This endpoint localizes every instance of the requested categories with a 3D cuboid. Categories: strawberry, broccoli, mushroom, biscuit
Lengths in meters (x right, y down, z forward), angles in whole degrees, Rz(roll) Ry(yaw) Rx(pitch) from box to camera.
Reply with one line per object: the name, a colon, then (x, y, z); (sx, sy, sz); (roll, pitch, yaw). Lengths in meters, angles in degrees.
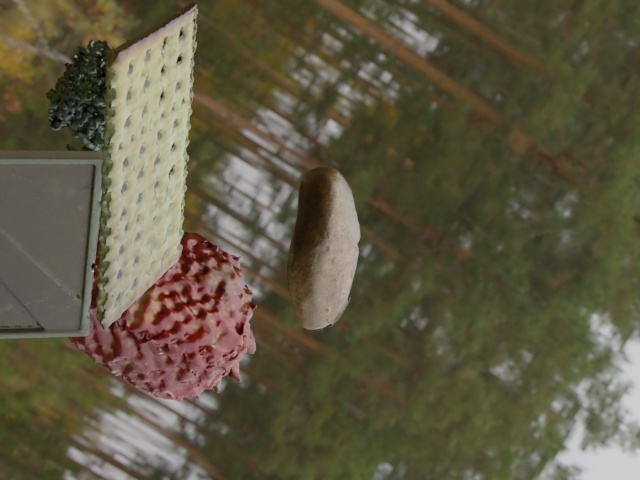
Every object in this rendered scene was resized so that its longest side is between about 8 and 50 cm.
strawberry: (-0.276, 0.113, 2.131); (0.292, 0.343, 0.292); (-10, -105, 42)
broccoli: (-0.267, -0.195, 1.944); (0.177, 0.198, 0.275); (-47, 175, 11)
mushroom: (0.002, 0.001, 1.637); (0.094, 0.072, 0.209); (33, 60, -56)
biscuit: (-0.136, -0.058, 1.036); (0.139, 0.016, 0.231); (-48, 150, -55)

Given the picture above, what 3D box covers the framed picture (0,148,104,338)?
framed picture: (-0.389, 0.012, 1.585); (0.335, 0.247, 0.022); (106, -21, -48)
